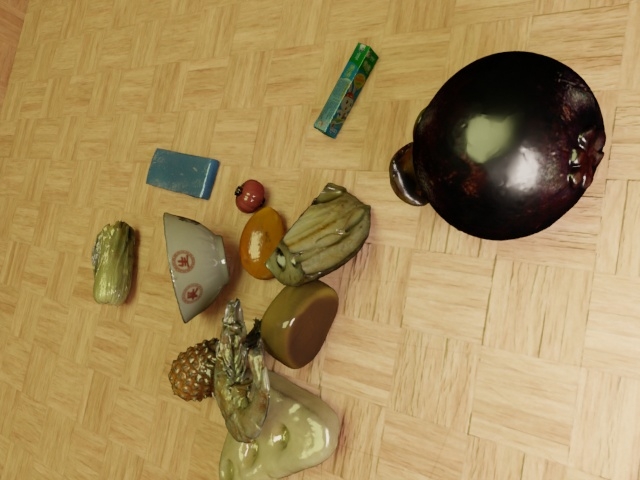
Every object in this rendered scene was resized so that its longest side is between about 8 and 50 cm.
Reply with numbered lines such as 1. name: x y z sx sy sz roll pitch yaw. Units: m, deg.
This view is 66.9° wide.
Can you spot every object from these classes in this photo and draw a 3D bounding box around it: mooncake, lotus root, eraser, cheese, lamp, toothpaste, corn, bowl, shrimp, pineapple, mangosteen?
1. mooncake: -0.063 0.208 1.246 0.117 0.235 0.235 26 94 32
2. lotus root: -0.003 0.002 1.264 0.210 0.314 0.142 41 144 16
3. eraser: -0.493 -0.238 1.708 0.311 0.042 0.144 16 89 33
4. cheese: -0.108 0.538 1.257 0.328 0.129 0.351 8 82 35
5. lamp: -0.217 -0.135 1.489 0.107 0.092 0.107 -47 29 37
6. toothpaste: 0.072 -0.424 1.385 0.050 0.065 0.267 33 98 32
7. corn: -0.743 0.083 1.749 0.123 0.122 0.305 -9 73 29
8. bowl: -0.362 0.071 1.466 0.157 0.337 0.337 -10 70 -11
9. shrimp: -0.196 0.323 1.217 0.247 0.085 0.360 -12 79 51
10. pineapple: -0.270 0.332 1.384 0.361 0.175 0.175 -34 64 22
11. mangosteen: 0.342 -0.194 1.009 0.435 0.382 0.382 20 91 50

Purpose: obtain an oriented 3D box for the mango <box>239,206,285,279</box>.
1. mango: -0.168 0.007 1.423 0.141 0.102 0.217 8 87 26
